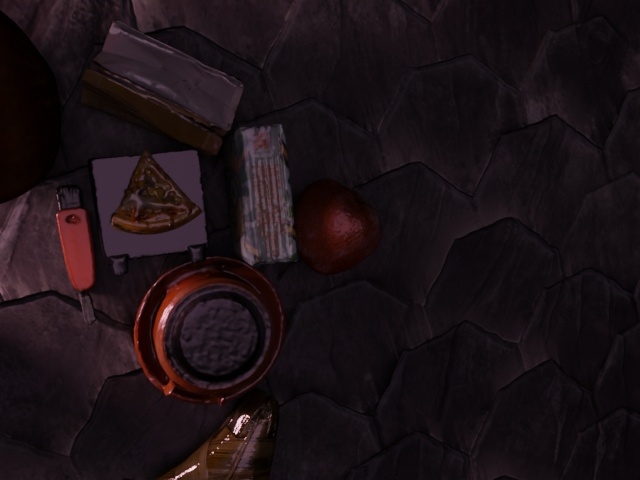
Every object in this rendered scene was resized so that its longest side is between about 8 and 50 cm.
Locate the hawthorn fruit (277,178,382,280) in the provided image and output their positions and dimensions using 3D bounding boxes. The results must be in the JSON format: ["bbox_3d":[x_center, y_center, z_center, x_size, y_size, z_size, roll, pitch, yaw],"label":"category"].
[{"bbox_3d":[0.033,-0.023,1.476,0.231,0.235,0.262,16,72,6],"label":"hawthorn fruit"}]

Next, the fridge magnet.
[{"bbox_3d":[-0.254,0.216,1.434,0.364,0.155,0.363,-2,96,-20],"label":"fridge magnet"}]

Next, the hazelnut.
[{"bbox_3d":[-0.696,-0.271,1.119,0.402,0.402,0.429,-18,89,-18],"label":"hazelnut"}]

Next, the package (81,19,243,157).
[{"bbox_3d":[-0.352,-0.292,1.311,0.311,0.165,0.221,24,128,-20],"label":"package"}]

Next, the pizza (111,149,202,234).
[{"bbox_3d":[-0.336,-0.099,1.251,0.185,0.036,0.176,1,94,-21],"label":"pizza"}]

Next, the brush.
[{"bbox_3d":[-0.546,0.034,1.368,0.070,0.051,0.323,-11,98,-22],"label":"brush"}]

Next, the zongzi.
[{"bbox_3d":[-0.255,0.501,1.480,0.288,0.134,0.285,10,84,-13],"label":"zongzi"}]

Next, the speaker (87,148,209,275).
[{"bbox_3d":[-0.382,-0.070,1.353,0.232,0.184,0.253,-9,99,-20],"label":"speaker"}]

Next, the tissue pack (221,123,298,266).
[{"bbox_3d":[-0.146,-0.106,1.410,0.128,0.228,0.310,-7,97,-18],"label":"tissue pack"}]
